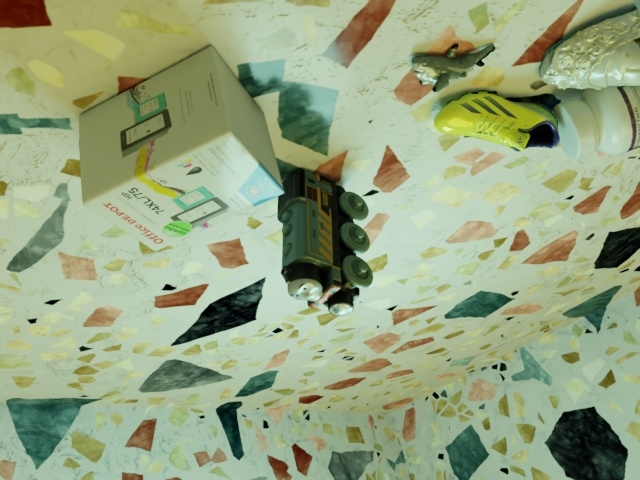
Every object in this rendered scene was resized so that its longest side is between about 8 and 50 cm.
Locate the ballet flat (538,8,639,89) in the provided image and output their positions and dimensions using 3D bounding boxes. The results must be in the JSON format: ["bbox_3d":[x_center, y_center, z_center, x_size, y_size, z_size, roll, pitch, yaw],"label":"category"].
[{"bbox_3d":[0.636,-0.371,1.154,0.409,0.146,0.147,-19,150,6],"label":"ballet flat"}]

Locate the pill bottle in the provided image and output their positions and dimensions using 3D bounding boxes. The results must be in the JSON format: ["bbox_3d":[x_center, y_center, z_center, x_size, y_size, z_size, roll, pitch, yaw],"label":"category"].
[{"bbox_3d":[0.662,-0.280,1.277,0.302,0.169,0.169,-19,150,5],"label":"pill bottle"}]

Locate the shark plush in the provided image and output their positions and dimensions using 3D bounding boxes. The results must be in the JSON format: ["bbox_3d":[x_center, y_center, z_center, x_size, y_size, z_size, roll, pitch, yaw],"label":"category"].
[{"bbox_3d":[0.250,-0.328,1.118,0.161,0.073,0.067,-14,120,5],"label":"shark plush"}]

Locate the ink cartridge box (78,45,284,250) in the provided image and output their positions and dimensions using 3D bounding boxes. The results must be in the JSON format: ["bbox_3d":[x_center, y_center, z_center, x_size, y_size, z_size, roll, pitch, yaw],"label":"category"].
[{"bbox_3d":[-0.238,-0.147,1.035,0.270,0.197,0.198,-23,149,13],"label":"ink cartridge box"}]

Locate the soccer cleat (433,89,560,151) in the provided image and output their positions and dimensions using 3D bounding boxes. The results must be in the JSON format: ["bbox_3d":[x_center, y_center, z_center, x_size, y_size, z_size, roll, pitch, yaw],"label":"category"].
[{"bbox_3d":[0.374,-0.238,1.254,0.289,0.121,0.093,-3,147,-22],"label":"soccer cleat"}]

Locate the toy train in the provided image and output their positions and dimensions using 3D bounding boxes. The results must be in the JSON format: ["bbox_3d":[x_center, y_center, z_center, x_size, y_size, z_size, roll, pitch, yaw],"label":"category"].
[{"bbox_3d":[0.000,0.000,1.283,0.190,0.333,0.142,21,138,-25],"label":"toy train"}]

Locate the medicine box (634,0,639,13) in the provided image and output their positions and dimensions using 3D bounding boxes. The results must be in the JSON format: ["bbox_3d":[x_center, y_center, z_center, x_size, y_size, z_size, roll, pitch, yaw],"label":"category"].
[{"bbox_3d":[0.698,-0.473,0.954,0.290,0.149,0.263,-1,148,-3],"label":"medicine box"}]
